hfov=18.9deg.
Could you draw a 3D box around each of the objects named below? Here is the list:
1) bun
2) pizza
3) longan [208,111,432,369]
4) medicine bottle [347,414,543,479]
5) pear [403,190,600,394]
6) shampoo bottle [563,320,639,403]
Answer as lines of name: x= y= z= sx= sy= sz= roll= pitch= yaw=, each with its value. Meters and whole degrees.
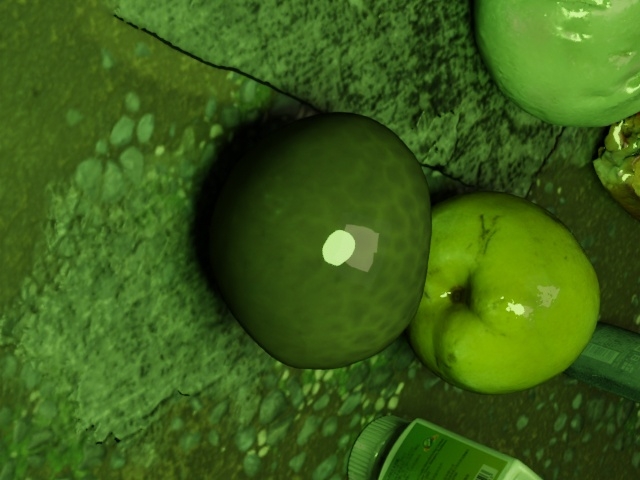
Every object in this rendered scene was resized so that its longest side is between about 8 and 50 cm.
bun: x=0.278 y=-0.231 z=1.787 sx=0.283 sy=0.179 sz=0.283 roll=-20 pitch=121 yaw=-38
pizza: x=0.378 y=-0.127 z=2.005 sx=0.251 sy=0.074 sz=0.288 roll=-16 pitch=115 yaw=-42
longan: x=0.000 y=0.000 z=1.589 sx=0.198 sy=0.198 sz=0.212 roll=-17 pitch=121 yaw=-41
medicine bottle: x=0.121 y=0.232 z=1.788 sx=0.132 sy=0.188 sz=0.088 roll=43 pitch=73 yaw=-44
pear: x=0.165 y=0.050 z=1.772 sx=0.200 sy=0.200 sz=0.200 roll=-18 pitch=117 yaw=-40
shampoo bottle: x=0.349 y=0.138 z=1.953 sx=0.087 sy=0.233 sz=0.049 roll=-30 pitch=124 yaw=-36
